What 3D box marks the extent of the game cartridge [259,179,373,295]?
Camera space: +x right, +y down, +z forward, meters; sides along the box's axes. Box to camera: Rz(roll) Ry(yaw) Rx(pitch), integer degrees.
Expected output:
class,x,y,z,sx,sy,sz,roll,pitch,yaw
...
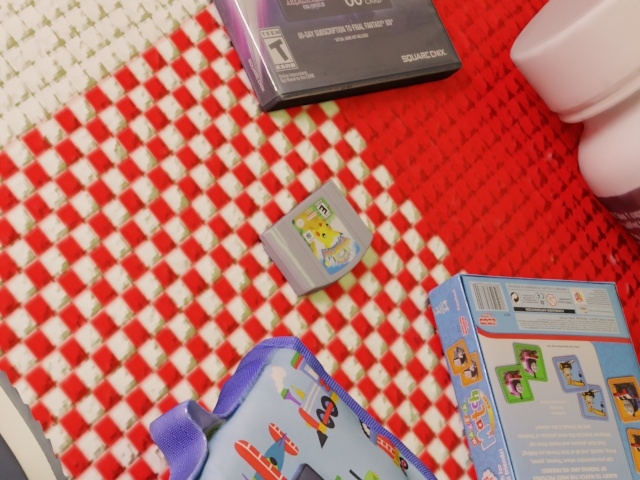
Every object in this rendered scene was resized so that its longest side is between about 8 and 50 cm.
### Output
class,x,y,z,sx,sy,sz,roll,pitch,yaw
game cartridge,0.000,0.000,1.270,0.056,0.017,0.083,56,43,-6

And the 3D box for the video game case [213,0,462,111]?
class,x,y,z,sx,sy,sz,roll,pitch,yaw
video game case,-0.023,-0.228,1.380,0.196,0.026,0.274,-15,77,-46

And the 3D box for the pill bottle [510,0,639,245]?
class,x,y,z,sx,sy,sz,roll,pitch,yaw
pill bottle,0.337,-0.052,1.451,0.392,0.224,0.224,48,43,-10

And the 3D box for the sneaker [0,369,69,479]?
class,x,y,z,sx,sy,sz,roll,pitch,yaw
sneaker,-0.253,0.055,0.936,0.319,0.112,0.131,50,40,-5

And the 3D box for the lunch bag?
class,x,y,z,sx,sy,sz,roll,pitch,yaw
lunch bag,0.005,0.199,1.013,0.293,0.138,0.221,54,29,-14

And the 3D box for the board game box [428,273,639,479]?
class,x,y,z,sx,sy,sz,roll,pitch,yaw
board game box,0.166,0.128,1.326,0.160,0.039,0.211,4,63,-40
